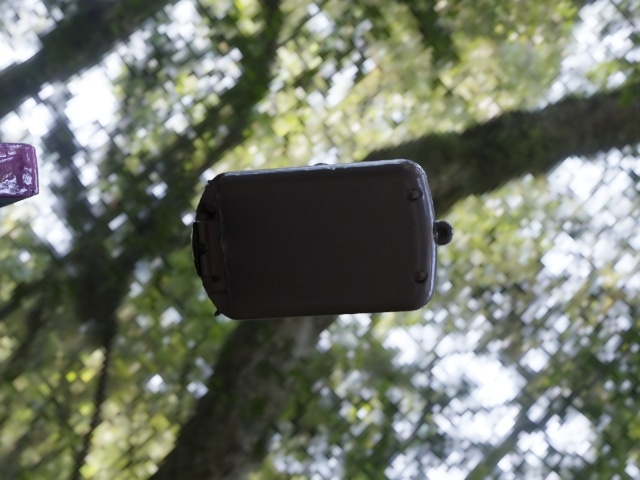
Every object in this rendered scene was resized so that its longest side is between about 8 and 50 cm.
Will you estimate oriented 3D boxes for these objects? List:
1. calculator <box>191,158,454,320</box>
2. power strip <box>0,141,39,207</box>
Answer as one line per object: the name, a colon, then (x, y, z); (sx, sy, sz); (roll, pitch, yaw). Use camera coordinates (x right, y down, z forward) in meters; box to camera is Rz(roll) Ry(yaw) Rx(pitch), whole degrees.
calculator: (0.000, 0.000, 1.168); (0.175, 0.032, 0.100); (-3, -85, 13)
power strip: (-0.299, -0.027, 1.233); (0.279, 0.109, 0.037); (-14, -100, 52)
